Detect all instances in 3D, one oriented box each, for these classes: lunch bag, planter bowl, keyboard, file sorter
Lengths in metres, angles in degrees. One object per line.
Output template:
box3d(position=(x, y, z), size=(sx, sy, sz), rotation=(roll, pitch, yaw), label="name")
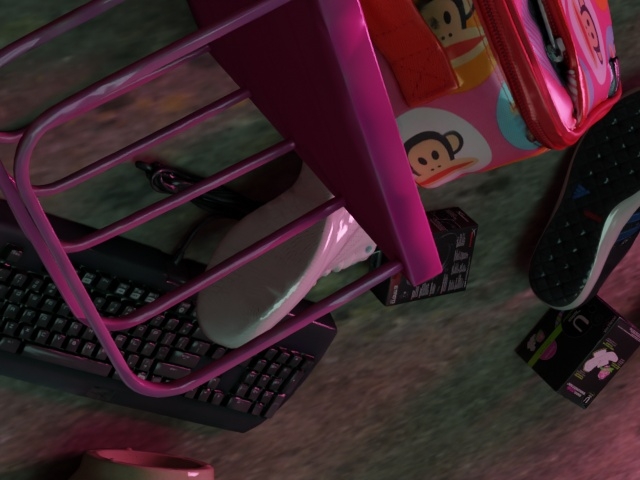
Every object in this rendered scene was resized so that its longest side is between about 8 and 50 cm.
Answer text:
box3d(position=(0.060, -0.180, 0.836), size=(0.120, 0.258, 0.293), rotation=(-18, 97, 25), label="lunch bag")
box3d(position=(-0.131, 0.211, 1.116), size=(0.162, 0.162, 0.109), rotation=(10, 88, -37), label="planter bowl")
box3d(position=(-0.109, 0.035, 1.079), size=(0.317, 0.033, 0.201), rotation=(20, 108, -41), label="keyboard")
box3d(position=(-0.101, -0.087, 0.826), size=(0.182, 0.290, 0.202), rotation=(-29, 132, -10), label="file sorter")

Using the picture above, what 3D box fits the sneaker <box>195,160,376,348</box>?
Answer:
box3d(position=(0.000, 0.000, 1.064), size=(0.212, 0.080, 0.094), rotation=(-54, 143, -18), label="sneaker")

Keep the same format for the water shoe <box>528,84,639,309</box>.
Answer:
box3d(position=(0.234, -0.038, 1.239), size=(0.203, 0.073, 0.080), rotation=(-59, 158, 14), label="water shoe")

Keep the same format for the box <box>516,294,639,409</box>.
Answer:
box3d(position=(0.222, 0.089, 1.307), size=(0.083, 0.062, 0.052), rotation=(-51, 134, 6), label="box")

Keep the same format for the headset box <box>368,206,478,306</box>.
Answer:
box3d(position=(0.075, 0.013, 1.181), size=(0.083, 0.032, 0.062), rotation=(-10, 124, -26), label="headset box")
